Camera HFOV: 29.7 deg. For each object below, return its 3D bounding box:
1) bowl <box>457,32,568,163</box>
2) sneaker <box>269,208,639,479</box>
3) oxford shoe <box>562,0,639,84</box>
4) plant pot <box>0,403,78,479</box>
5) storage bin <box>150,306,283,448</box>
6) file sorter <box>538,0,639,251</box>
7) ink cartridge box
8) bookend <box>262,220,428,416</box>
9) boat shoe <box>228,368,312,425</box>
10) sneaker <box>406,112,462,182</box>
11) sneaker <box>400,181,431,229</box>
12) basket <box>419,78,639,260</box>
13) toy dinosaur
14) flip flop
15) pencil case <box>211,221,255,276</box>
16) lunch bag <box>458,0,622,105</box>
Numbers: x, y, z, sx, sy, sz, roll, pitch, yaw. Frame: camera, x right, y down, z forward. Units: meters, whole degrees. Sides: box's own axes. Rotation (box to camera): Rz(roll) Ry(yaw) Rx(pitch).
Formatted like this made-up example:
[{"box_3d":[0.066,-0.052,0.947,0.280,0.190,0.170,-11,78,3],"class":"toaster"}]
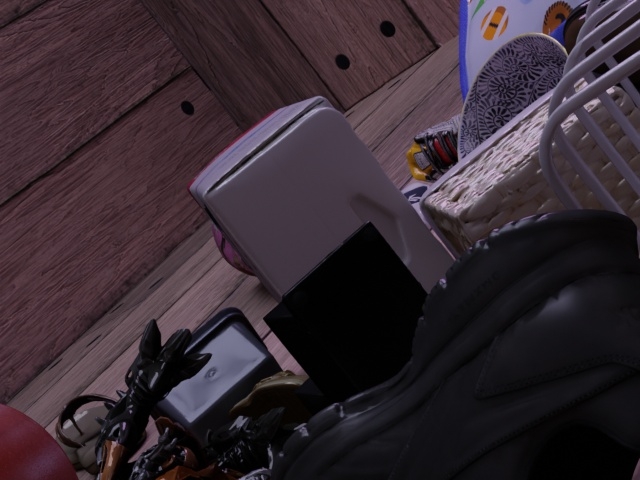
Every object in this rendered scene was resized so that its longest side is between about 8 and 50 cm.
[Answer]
[{"box_3d":[0.210,-0.102,1.125,0.080,0.170,0.170,9,-21,-32],"class":"bowl"},{"box_3d":[0.066,0.116,0.567,0.109,0.130,0.286,1,-41,-33],"class":"sneaker"},{"box_3d":[0.263,-0.125,0.848,0.227,0.083,0.096,16,54,39],"class":"oxford shoe"},{"box_3d":[-0.359,0.281,1.065,0.272,0.272,0.265,-35,0,24],"class":"plant pot"},{"box_3d":[-0.094,0.150,1.180,0.135,0.098,0.091,-40,36,-13],"class":"storage bin"},{"box_3d":[0.241,-0.077,0.645,0.192,0.173,0.278,-35,10,28],"class":"file sorter"},{"box_3d":[0.000,0.000,1.072,0.131,0.226,0.306,-39,8,-3],"class":"ink cartridge box"},{"box_3d":[0.027,0.077,0.780,0.072,0.156,0.157,-41,8,-18],"class":"bookend"},{"box_3d":[-0.036,0.139,1.083,0.135,0.050,0.045,-27,19,53],"class":"boat shoe"},{"box_3d":[0.157,-0.098,1.366,0.092,0.088,0.225,-18,-3,-9],"class":"sneaker"},{"box_3d":[0.032,-0.036,1.378,0.235,0.153,0.094,-44,11,-33],"class":"sneaker"},{"box_3d":[0.175,-0.032,0.899,0.167,0.113,0.103,-38,12,1],"class":"basket"},{"box_3d":[-0.128,0.194,0.894,0.321,0.164,0.218,-5,45,36],"class":"toy dinosaur"},{"box_3d":[-0.294,0.238,1.544,0.112,0.080,0.277,-41,9,-15],"class":"flip flop"},{"box_3d":[-0.056,-0.028,1.722,0.160,0.167,0.386,-4,2,-12],"class":"pencil case"},{"box_3d":[0.326,-0.300,1.238,0.385,0.239,0.328,-48,4,-38],"class":"lunch bag"}]
